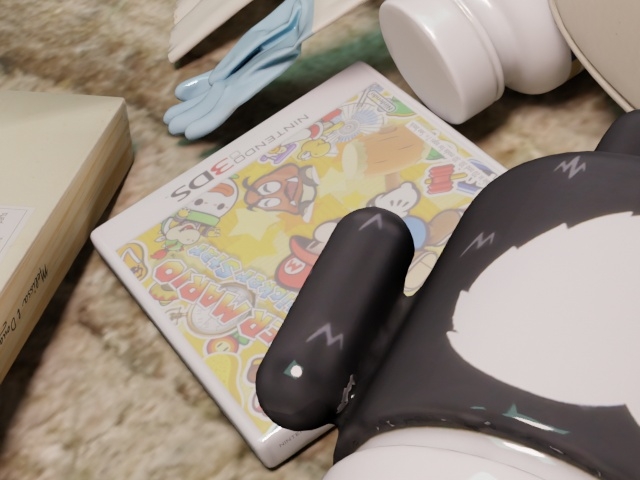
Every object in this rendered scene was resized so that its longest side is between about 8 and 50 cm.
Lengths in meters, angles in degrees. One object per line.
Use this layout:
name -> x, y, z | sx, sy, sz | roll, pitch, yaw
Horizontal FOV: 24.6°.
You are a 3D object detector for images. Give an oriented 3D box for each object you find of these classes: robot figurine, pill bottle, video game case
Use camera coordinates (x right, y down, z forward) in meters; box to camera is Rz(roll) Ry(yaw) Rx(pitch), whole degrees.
robot figurine -> 0.106, 0.075, 0.587 | 0.209, 0.174, 0.278 | 2, 46, 37
pill bottle -> 0.133, -0.152, 0.863 | 0.186, 0.112, 0.112 | -34, 42, -11
video game case -> 0.000, 0.000, 0.830 | 0.206, 0.026, 0.227 | -34, 42, -11

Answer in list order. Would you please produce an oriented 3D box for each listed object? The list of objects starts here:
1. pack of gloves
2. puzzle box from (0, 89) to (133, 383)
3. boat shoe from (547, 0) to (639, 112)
pack of gloves -> -0.007, -0.159, 0.956 | 0.232, 0.046, 0.195 | -34, 33, 26
puzzle box -> -0.297, 0.034, 0.818 | 0.272, 0.052, 0.409 | 6, 37, 12
boat shoe -> 0.265, -0.076, 0.724 | 0.095, 0.112, 0.335 | -30, 49, -34
